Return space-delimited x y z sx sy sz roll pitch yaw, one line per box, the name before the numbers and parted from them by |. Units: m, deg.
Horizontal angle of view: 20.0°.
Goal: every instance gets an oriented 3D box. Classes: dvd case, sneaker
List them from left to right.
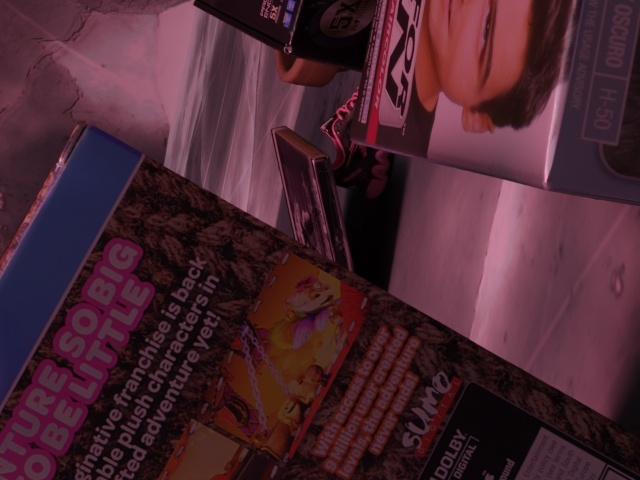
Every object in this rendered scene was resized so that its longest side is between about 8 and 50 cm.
dvd case | 0.000 0.000 1.440 0.221 0.018 0.164 -137 34 -77
sneaker | 0.030 -0.093 1.401 0.047 0.057 0.119 -137 57 -81

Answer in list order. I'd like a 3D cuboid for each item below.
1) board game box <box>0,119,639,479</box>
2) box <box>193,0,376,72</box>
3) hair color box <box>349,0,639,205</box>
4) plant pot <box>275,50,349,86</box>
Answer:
board game box | -0.034 0.128 0.754 0.232 0.291 0.141 -61 8 -10
box | 0.006 -0.204 1.089 0.147 0.078 0.180 37 113 58
hair color box | 0.113 -0.117 0.812 0.374 0.114 0.185 -151 70 -78
plant pot | 0.043 -0.220 1.286 0.237 0.110 0.237 -171 90 -81
